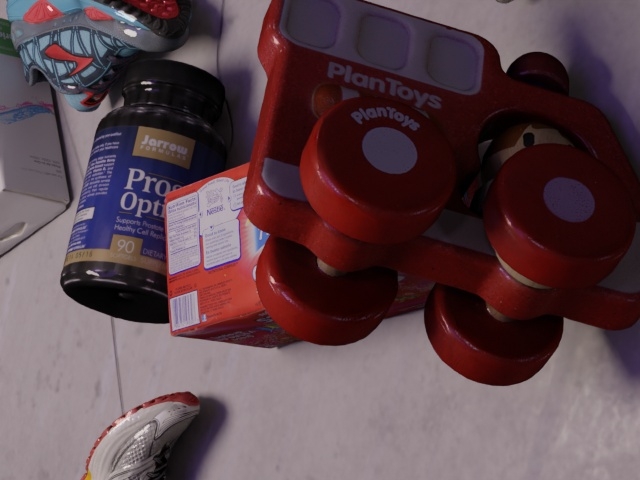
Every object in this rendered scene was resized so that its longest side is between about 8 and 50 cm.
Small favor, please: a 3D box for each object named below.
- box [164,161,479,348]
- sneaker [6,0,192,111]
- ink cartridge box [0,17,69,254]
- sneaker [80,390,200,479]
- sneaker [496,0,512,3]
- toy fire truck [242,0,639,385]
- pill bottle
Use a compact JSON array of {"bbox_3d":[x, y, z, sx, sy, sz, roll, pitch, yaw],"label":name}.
[{"bbox_3d":[0.000,0.000,1.435,0.257,0.122,0.128,-18,70,42],"label":"box"},{"bbox_3d":[-0.209,-0.187,1.727,0.262,0.104,0.125,13,109,50],"label":"sneaker"},{"bbox_3d":[-0.352,-0.104,1.841,0.154,0.093,0.212,-31,63,37],"label":"ink cartridge box"},{"bbox_3d":[-0.166,0.230,1.605,0.093,0.088,0.225,40,112,21],"label":"sneaker"},{"bbox_3d":[0.186,-0.248,1.322,0.410,0.158,0.182,45,145,39],"label":"sneaker"},{"bbox_3d":[0.094,-0.055,1.253,0.169,0.302,0.254,114,168,-53],"label":"toy fire truck"},{"bbox_3d":[-0.152,-0.045,1.589,0.123,0.123,0.219,-9,63,45],"label":"pill bottle"}]
